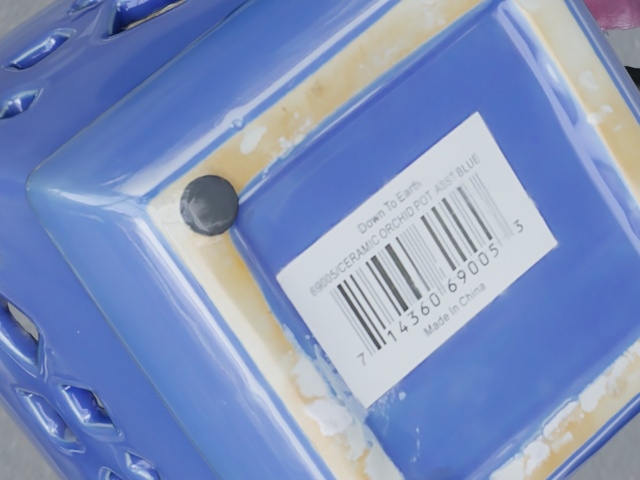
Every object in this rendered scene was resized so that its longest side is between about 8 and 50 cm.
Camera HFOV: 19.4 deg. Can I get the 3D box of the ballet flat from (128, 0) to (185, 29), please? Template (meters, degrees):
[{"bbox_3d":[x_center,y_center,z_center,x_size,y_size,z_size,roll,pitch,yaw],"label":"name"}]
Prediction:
[{"bbox_3d":[-0.139,-0.164,1.574,0.067,0.206,0.073,26,120,30],"label":"ballet flat"}]

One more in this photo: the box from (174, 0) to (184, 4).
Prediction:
[{"bbox_3d":[-0.122,-0.148,1.774,0.231,0.056,0.183,-20,114,42],"label":"box"}]

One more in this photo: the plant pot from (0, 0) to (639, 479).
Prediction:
[{"bbox_3d":[0.000,0.000,0.697,0.236,0.212,0.236,-39,108,-19],"label":"plant pot"}]

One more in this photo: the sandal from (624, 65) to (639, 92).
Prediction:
[{"bbox_3d":[0.281,-0.045,1.196,0.107,0.446,0.167,-18,114,-29],"label":"sandal"}]

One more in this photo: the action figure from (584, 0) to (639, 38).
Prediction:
[{"bbox_3d":[0.180,-0.327,1.462,0.370,0.276,0.248,33,81,-44],"label":"action figure"}]
